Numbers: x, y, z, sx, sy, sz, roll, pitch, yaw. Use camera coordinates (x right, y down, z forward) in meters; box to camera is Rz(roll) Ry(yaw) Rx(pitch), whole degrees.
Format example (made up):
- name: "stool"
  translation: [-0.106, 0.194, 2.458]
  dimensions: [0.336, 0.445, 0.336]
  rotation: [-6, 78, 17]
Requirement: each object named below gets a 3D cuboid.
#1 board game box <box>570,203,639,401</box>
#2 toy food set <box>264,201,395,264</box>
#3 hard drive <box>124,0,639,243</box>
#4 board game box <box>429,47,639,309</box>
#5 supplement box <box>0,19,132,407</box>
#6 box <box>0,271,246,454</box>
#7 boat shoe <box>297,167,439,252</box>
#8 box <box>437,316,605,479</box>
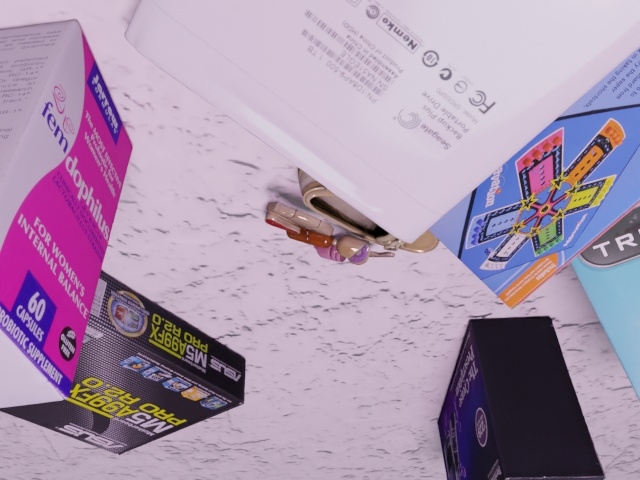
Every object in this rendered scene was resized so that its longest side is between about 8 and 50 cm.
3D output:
- name: "board game box"
  translation: [0.360, 0.034, 0.475]
  dimensions: [0.253, 0.079, 0.336]
  rotation: [-26, 112, 22]
- name: "toy food set"
  translation: [0.000, 0.000, 0.513]
  dimensions: [0.122, 0.019, 0.078]
  rotation: [22, 170, -20]
- name: "hard drive"
  translation: [0.075, -0.172, 0.294]
  dimensions: [0.233, 0.047, 0.353]
  rotation: [35, 128, -13]
- name: "board game box"
  translation: [0.166, -0.087, 0.383]
  dimensions: [0.027, 0.145, 0.281]
  rotation: [-29, 161, -47]
- name: "supplement box"
  translation: [-0.199, -0.023, 0.349]
  dimensions: [0.114, 0.220, 0.111]
  rotation: [-8, 138, 2]
- name: "box"
  translation: [-0.248, 0.138, 0.637]
  dimensions: [0.216, 0.060, 0.270]
  rotation: [-28, 132, 23]
- name: "boat shoe"
  translation: [0.046, -0.020, 0.497]
  dimensions: [0.153, 0.048, 0.056]
  rotation: [30, 128, -31]
- name: "box"
  translation: [0.216, 0.240, 0.694]
  dimensions: [0.103, 0.184, 0.261]
  rotation: [-3, 137, -2]
